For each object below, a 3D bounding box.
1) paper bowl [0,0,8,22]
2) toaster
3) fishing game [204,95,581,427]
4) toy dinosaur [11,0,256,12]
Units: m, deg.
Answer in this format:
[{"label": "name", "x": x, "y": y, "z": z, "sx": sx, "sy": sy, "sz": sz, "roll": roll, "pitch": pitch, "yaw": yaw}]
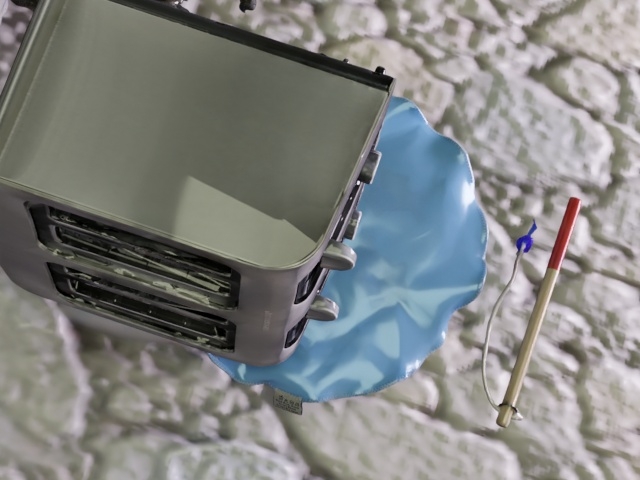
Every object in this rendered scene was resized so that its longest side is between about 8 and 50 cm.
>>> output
[{"label": "paper bowl", "x": -0.271, "y": -0.165, "z": 0.593, "sx": 0.284, "sy": 0.148, "sz": 0.284, "roll": 4, "pitch": 115, "yaw": 9}, {"label": "toaster", "x": -0.068, "y": -0.029, "z": 0.611, "sx": 0.185, "sy": 0.168, "sz": 0.110, "roll": 18, "pitch": 69, "yaw": 1}, {"label": "fishing game", "x": 0.000, "y": 0.000, "z": 0.719, "sx": 0.264, "sy": 0.041, "sz": 0.189, "roll": 20, "pitch": 72, "yaw": 1}, {"label": "toy dinosaur", "x": -0.096, "y": -0.133, "z": 0.655, "sx": 0.118, "sy": 0.268, "sz": 0.064, "roll": 7, "pitch": 94, "yaw": -43}]
